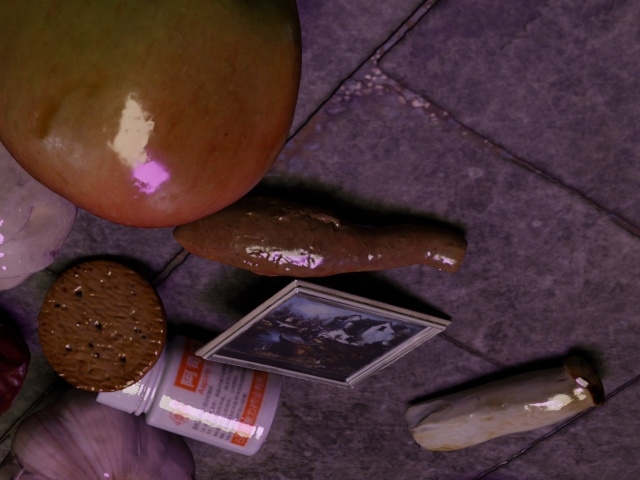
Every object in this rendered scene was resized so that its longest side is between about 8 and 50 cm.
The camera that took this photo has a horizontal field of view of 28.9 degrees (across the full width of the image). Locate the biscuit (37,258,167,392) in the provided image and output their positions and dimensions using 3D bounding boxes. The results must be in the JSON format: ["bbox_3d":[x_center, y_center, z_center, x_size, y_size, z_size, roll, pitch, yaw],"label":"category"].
[{"bbox_3d":[-0.304,0.118,1.728,0.188,0.188,0.027,-4,178,11],"label":"biscuit"}]

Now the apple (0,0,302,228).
[{"bbox_3d":[-0.175,-0.195,1.263,0.338,0.338,0.305,18,116,-13],"label":"apple"}]

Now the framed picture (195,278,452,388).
[{"bbox_3d":[0.008,0.142,1.743,0.296,0.019,0.232,16,141,-38],"label":"framed picture"}]

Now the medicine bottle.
[{"bbox_3d":[-0.193,0.217,1.823,0.252,0.144,0.144,17,136,-9],"label":"medicine bottle"}]

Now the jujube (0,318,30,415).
[{"bbox_3d":[-0.552,0.175,1.796,0.243,0.183,0.183,24,134,-18],"label":"jujube"}]

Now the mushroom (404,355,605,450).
[{"bbox_3d":[0.277,0.251,1.854,0.312,0.081,0.100,-21,125,29],"label":"mushroom"}]

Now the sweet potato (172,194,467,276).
[{"bbox_3d":[0.000,0.000,1.601,0.385,0.109,0.109,5,137,0],"label":"sweet potato"}]

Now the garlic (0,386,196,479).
[{"bbox_3d":[-0.353,0.371,1.909,0.322,0.322,0.241,38,154,-30],"label":"garlic"}]

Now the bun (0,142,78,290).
[{"bbox_3d":[-0.483,-0.060,1.505,0.365,0.219,0.365,2,134,2],"label":"bun"}]
